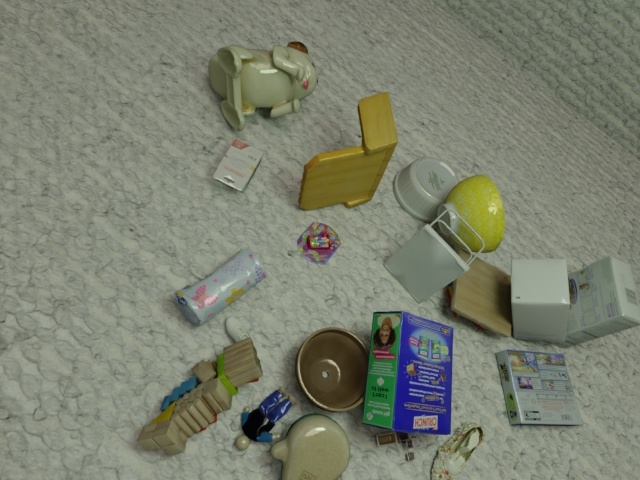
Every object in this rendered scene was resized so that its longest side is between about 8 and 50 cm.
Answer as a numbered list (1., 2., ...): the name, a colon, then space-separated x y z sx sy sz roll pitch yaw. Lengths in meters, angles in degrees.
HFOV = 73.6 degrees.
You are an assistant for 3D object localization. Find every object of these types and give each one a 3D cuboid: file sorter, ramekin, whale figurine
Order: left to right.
1. whale figurine: -0.041 0.593 1.131 0.216 0.141 0.272 31 80 -7
2. ramekin: 0.448 -0.219 1.752 0.272 0.127 0.273 10 60 -17
3. file sorter: 0.397 0.053 1.497 0.193 0.278 0.173 48 53 8

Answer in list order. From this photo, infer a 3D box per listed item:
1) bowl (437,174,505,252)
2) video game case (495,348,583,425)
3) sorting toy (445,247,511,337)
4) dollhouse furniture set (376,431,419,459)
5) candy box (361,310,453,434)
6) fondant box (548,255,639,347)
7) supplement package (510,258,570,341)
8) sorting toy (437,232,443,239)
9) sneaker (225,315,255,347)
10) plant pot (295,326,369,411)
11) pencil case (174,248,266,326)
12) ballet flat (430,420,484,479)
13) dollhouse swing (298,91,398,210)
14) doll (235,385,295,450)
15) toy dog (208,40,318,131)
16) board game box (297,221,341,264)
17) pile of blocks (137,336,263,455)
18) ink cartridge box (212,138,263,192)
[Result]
1. bowl: 0.522 -0.085 1.559 0.155 0.289 0.290 -9 66 -7
2. video game case: 0.769 0.521 1.511 0.269 0.061 0.244 9 61 -17
3. sorting toy: 0.577 0.202 1.583 0.257 0.089 0.256 28 56 -15
4. dollhouse furniture set: 0.230 0.596 1.245 0.114 0.081 0.091 1 62 -21
5. candy box: 0.267 0.392 1.261 0.268 0.122 0.317 23 65 -36
6. fondant box: 0.989 0.237 1.592 0.096 0.330 0.238 21 57 -11
7. supplement package: 0.775 0.217 1.519 0.175 0.293 0.178 -1 54 26
8. sorting toy: 0.449 0.017 1.677 0.075 0.045 0.083 0 63 -13
9. sneaker: -0.227 0.283 1.251 0.053 0.061 0.152 -28 74 -29
10. plant pot: 0.029 0.386 1.265 0.237 0.110 0.238 10 59 -17
11. pencil case: -0.294 0.135 1.275 0.124 0.114 0.273 34 53 29
12. ballet flat: 0.421 0.642 1.298 0.091 0.077 0.241 46 57 6
13. dollhouse swing: 0.071 -0.308 1.532 0.304 0.347 0.315 -1 63 -10
14. doll: -0.153 0.493 1.168 0.129 0.046 0.189 36 56 25
15. toy dog: -0.199 -0.622 1.666 0.407 0.285 0.395 -19 34 -27
16. board game box: 0.000 0.000 1.512 0.133 0.033 0.169 39 56 2
17. pile of blocks: -0.301 0.418 1.136 0.362 0.149 0.113 -37 123 -22
18. ink cartridge box: -0.295 -0.252 1.513 0.115 0.067 0.198 26 55 -6
